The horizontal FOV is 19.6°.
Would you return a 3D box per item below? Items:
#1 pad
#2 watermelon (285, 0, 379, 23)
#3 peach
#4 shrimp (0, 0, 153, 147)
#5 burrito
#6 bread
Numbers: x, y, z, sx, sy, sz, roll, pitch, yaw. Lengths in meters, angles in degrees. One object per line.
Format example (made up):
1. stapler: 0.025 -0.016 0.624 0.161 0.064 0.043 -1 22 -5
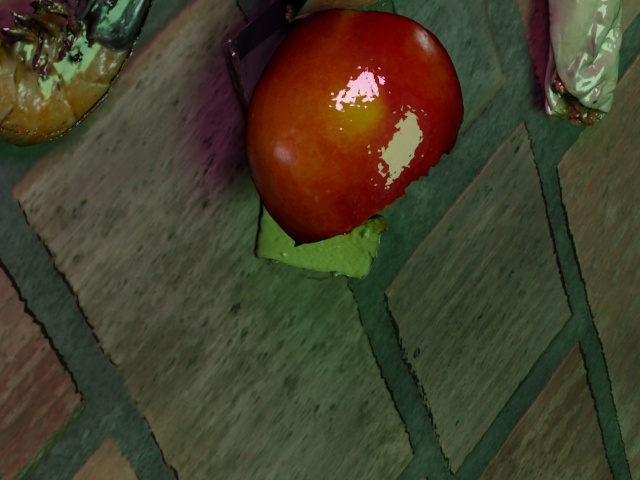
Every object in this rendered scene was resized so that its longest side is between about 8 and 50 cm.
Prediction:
1. pad: 0.000 -0.189 1.821 0.233 0.022 0.174 -46 137 -30
2. watermelon: 0.046 -0.279 1.785 0.245 0.063 0.119 -30 139 -46
3. peach: 0.032 -0.099 1.723 0.196 0.190 0.226 12 88 -60
4. shrimp: -0.205 -0.215 1.490 0.290 0.054 0.222 -57 146 -1
5. burrito: 0.303 -0.304 2.136 0.117 0.076 0.392 -26 128 -36
6. bread: 0.000 0.000 1.871 0.080 0.109 0.084 -21 131 -51
